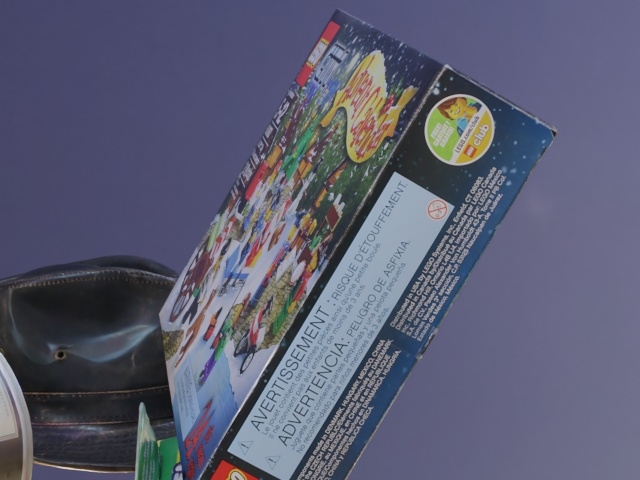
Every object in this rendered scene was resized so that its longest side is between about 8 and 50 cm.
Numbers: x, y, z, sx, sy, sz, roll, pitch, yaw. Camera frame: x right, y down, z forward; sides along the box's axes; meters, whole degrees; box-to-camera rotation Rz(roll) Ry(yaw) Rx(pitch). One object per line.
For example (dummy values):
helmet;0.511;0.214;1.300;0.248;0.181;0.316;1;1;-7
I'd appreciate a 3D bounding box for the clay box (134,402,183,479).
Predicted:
clay box;-0.026;0.182;0.759;0.127;0.053;0.222;-94;-14;-48

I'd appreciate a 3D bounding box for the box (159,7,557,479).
box;0.000;0.000;0.626;0.159;0.044;0.233;-60;13;6

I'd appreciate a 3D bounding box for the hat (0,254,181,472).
hat;-0.176;0.078;1.277;0.331;0.331;0.134;-2;-83;-57

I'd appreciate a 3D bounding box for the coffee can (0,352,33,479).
coffee can;-0.305;0.129;0.921;0.275;0.201;0.202;1;-82;-75
